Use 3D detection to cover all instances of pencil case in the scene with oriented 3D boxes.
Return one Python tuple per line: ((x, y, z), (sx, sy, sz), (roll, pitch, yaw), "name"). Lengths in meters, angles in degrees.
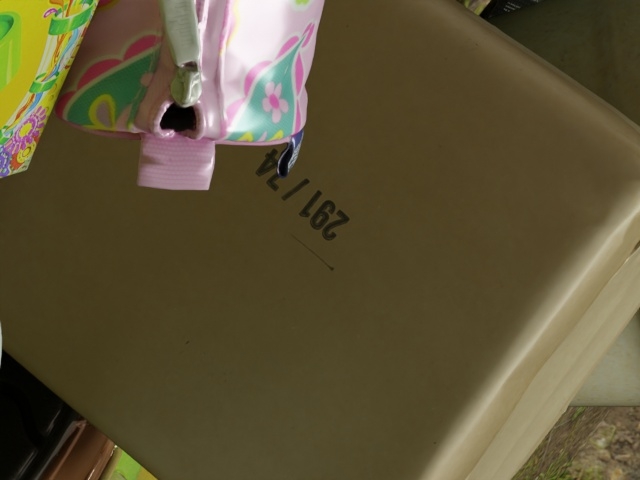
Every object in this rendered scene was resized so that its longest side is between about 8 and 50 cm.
((-0.040, -0.168, 0.770), (0.124, 0.124, 0.284), (-21, 127, -56), "pencil case")

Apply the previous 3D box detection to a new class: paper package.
((0.000, 0.000, 1.117), (0.309, 0.325, 0.168), (-55, 161, 8), "paper package")

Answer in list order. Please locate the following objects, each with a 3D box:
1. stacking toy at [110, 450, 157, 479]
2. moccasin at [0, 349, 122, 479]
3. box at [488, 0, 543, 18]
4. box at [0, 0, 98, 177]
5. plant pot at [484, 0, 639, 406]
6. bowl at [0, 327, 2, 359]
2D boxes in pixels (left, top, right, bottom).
((-0.176, 0.287, 1.531), (0.309, 0.130, 0.279), (-49, 161, -8), "stacking toy")
((-0.260, 0.233, 1.263), (0.380, 0.139, 0.147), (-58, 153, -11), "moccasin")
((0.218, -0.067, 1.532), (0.216, 0.270, 0.060), (-60, 152, -3), "box")
((-0.192, -0.159, 0.631), (0.279, 0.177, 0.290), (-24, 147, -55), "box")
((0.120, -0.016, 1.312), (0.305, 0.333, 0.334), (-10, 164, 11), "plant pot")
((-0.296, 0.091, 0.903), (0.298, 0.134, 0.298), (-43, 159, -22), "bowl")
